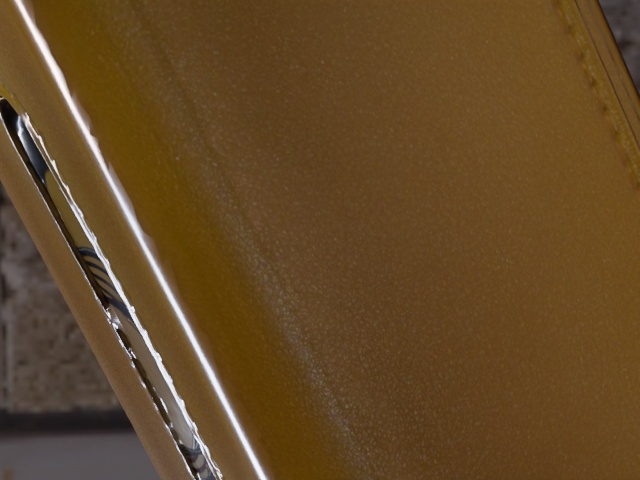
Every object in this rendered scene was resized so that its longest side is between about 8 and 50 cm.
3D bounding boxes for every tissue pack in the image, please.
[{"bbox_3d":[0.000,0.000,0.511,0.274,0.145,0.194,64,163,-12],"label":"tissue pack"}]
